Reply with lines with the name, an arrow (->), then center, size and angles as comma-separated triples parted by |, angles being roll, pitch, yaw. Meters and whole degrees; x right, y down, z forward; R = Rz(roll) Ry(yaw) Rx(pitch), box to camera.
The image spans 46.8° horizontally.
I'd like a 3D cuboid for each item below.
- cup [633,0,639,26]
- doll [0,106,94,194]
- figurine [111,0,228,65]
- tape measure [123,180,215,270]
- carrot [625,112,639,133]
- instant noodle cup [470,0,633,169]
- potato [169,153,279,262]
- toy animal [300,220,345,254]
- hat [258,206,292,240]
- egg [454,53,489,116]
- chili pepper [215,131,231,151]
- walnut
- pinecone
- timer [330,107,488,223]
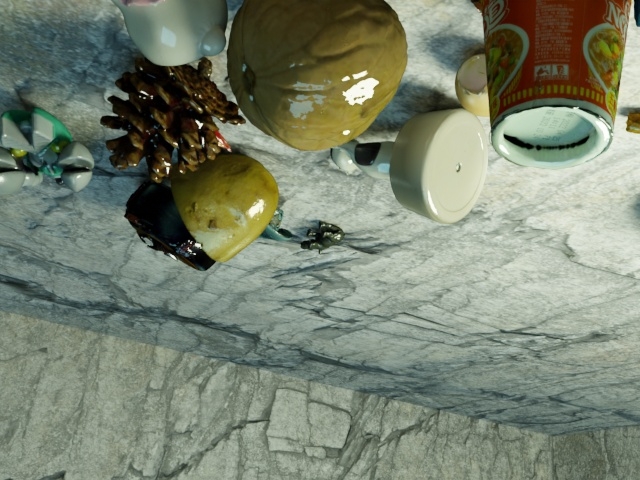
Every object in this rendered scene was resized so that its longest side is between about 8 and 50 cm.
cup -> 0.399, -0.265, 0.763 | 0.138, 0.113, 0.150 | 1, 138, 21
doll -> -0.486, -0.146, 1.345 | 0.195, 0.153, 0.258 | -17, 166, 24
figurine -> -0.202, -0.325, 0.844 | 0.155, 0.127, 0.235 | 44, 166, 40
tape measure -> -0.287, -0.027, 1.483 | 0.202, 0.135, 0.223 | 38, 172, -26
carrot -> 0.527, -0.160, 1.072 | 0.171, 0.042, 0.042 | 8, 157, 6
instant noodle cup -> 0.261, -0.203, 0.842 | 0.193, 0.212, 0.193 | 8, 157, 3
potato -> -0.157, -0.083, 1.359 | 0.158, 0.203, 0.178 | -27, 170, 22
toy animal -> 0.000, 0.000, 1.630 | 0.065, 0.047, 0.136 | 12, 153, -30
hat -> -0.126, -0.053, 1.522 | 0.191, 0.077, 0.138 | 12, 158, 47
egg -> 0.226, -0.210, 1.013 | 0.080, 0.080, 0.096 | -3, 170, 26
chili pepper -> -0.213, -0.198, 1.264 | 0.045, 0.027, 0.178 | -8, 152, 44
walnut -> -0.003, -0.222, 0.907 | 0.228, 0.227, 0.228 | 7, 157, 3
pinecone -> -0.237, -0.181, 1.129 | 0.186, 0.168, 0.212 | 42, 126, -20
timer -> 0.112, -0.133, 1.195 | 0.266, 0.175, 0.175 | 14, 165, 41
